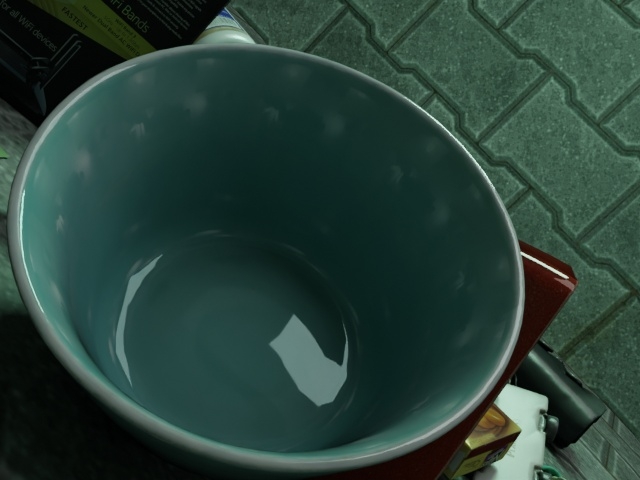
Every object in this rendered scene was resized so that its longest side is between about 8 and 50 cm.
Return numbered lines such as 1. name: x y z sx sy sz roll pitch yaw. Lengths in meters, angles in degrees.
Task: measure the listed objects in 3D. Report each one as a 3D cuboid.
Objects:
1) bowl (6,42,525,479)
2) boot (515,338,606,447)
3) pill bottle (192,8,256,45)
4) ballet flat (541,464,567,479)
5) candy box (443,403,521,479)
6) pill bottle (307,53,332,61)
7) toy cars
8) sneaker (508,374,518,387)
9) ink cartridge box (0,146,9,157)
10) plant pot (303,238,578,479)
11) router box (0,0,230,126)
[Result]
1. bowl: -0.040 0.034 0.568 0.312 0.163 0.311 9 52 -11
2. boot: 0.338 0.193 1.602 0.445 0.146 0.367 53 12 18
3. pill bottle: -0.222 -0.358 1.497 0.153 0.153 0.264 31 18 -50
4. ballet flat: 0.276 0.334 1.008 0.083 0.087 0.247 45 12 -4
5. candy box: 0.128 0.181 0.984 0.109 0.053 0.187 -2 36 -48
6. pill bottle: -0.037 -0.272 1.714 0.204 0.204 0.361 44 11 -7
7. toy cars: 0.182 0.202 1.112 0.177 0.087 0.393 -8 42 -26
8. sneaker: 0.314 0.251 1.479 0.061 0.065 0.158 40 10 -23
9. ink cartridge box: -0.348 -0.169 0.661 0.235 0.056 0.171 45 11 9
10. plant pot: 0.056 0.072 0.783 0.236 0.267 0.267 36 10 12
11. router box: -0.265 -0.267 0.812 0.309 0.243 0.081 42 12 -19
